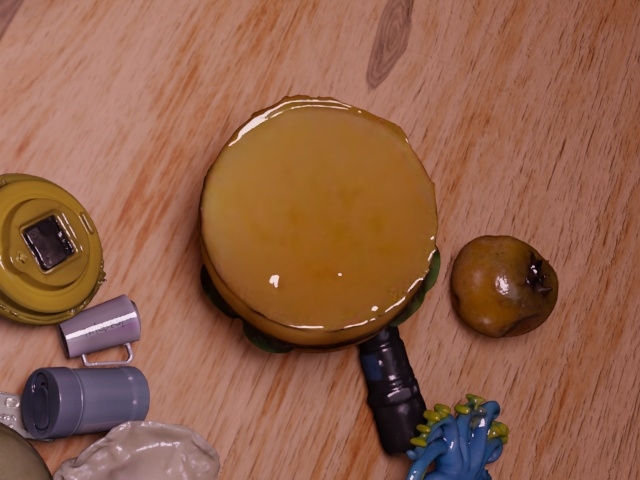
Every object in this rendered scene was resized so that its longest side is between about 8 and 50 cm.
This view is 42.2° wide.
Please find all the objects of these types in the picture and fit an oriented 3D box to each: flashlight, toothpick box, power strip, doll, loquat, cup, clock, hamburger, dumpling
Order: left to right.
[{"bbox_3d":[-0.468,0.247,1.196,0.253,0.027,0.060,17,76,-28],"label":"power strip"},{"bbox_3d":[-0.404,0.006,1.200,0.237,0.057,0.236,27,54,-43],"label":"clock"},{"bbox_3d":[-0.340,0.234,1.206,0.153,0.101,0.101,10,79,-49],"label":"toothpick box"},{"bbox_3d":[-0.331,0.147,1.263,0.116,0.074,0.104,-19,92,-28],"label":"cup"},{"bbox_3d":[-0.274,0.355,1.222,0.258,0.147,0.192,-18,106,-14],"label":"dumpling"},{"bbox_3d":[0.000,0.000,1.315,0.396,0.277,0.395,0,77,0],"label":"hamburger"},{"bbox_3d":[0.104,0.177,1.506,0.103,0.103,0.423,-17,92,-31],"label":"flashlight"},{"bbox_3d":[0.254,0.433,1.498,0.341,0.099,0.346,-54,136,-26],"label":"doll"},{"bbox_3d":[0.355,0.093,1.599,0.213,0.213,0.213,4,82,-30],"label":"loquat"}]

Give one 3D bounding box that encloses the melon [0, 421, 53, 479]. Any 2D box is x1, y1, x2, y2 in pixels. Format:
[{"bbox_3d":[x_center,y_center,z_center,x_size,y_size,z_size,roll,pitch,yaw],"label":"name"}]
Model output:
[{"bbox_3d":[-0.461,0.366,1.059,0.272,0.272,0.307,-10,119,-31],"label":"melon"}]
